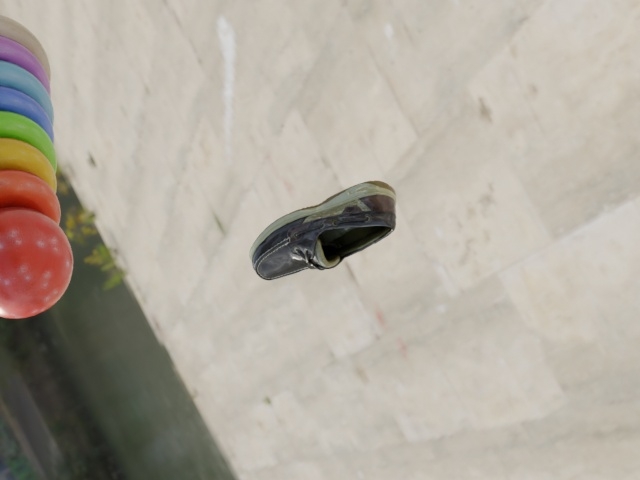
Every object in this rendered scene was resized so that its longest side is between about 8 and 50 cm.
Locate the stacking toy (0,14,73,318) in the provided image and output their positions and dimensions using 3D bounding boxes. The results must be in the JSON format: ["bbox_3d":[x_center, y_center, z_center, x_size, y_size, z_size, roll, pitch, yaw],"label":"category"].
[{"bbox_3d":[-0.286,-0.059,1.042,0.141,0.141,0.330,81,169,-45],"label":"stacking toy"}]

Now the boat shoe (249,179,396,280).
[{"bbox_3d":[0.001,0.000,1.536,0.080,0.223,0.073,41,-148,-40],"label":"boat shoe"}]
